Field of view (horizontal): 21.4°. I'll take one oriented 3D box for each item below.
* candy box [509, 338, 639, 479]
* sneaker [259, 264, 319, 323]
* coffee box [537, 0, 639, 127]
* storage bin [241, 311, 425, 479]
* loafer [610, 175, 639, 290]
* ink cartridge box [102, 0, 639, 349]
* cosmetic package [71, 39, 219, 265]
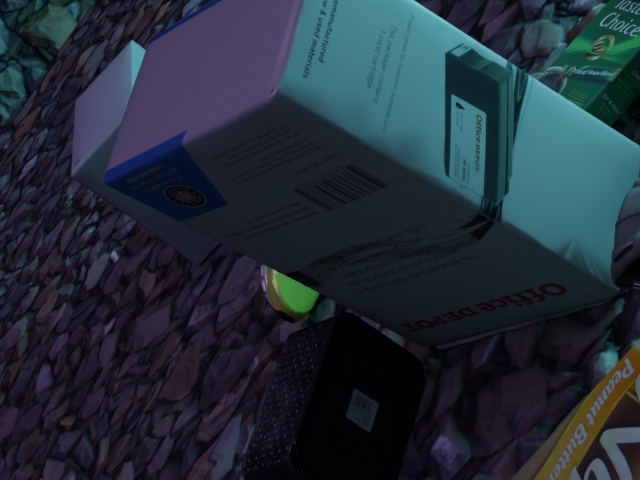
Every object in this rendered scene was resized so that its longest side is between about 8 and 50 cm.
[{"bbox_3d":[0.194,0.245,1.267,0.316,0.087,0.183,-49,24,13],"label":"candy box"},{"bbox_3d":[0.000,0.000,1.956,0.094,0.081,0.208,-19,42,50],"label":"sneaker"},{"bbox_3d":[0.294,-0.186,1.664,0.184,0.040,0.113,-47,27,-1],"label":"coffee box"},{"bbox_3d":[0.015,0.176,1.647,0.084,0.122,0.180,-24,39,50],"label":"storage bin"},{"bbox_3d":[0.330,0.007,1.311,0.111,0.112,0.319,-64,17,-7],"label":"loafer"},{"bbox_3d":[0.051,-0.068,1.540,0.285,0.395,0.166,-20,49,51],"label":"ink cartridge box"},{"bbox_3d":[-0.215,-0.124,2.337,0.138,0.224,0.224,-46,26,20],"label":"cosmetic package"}]
